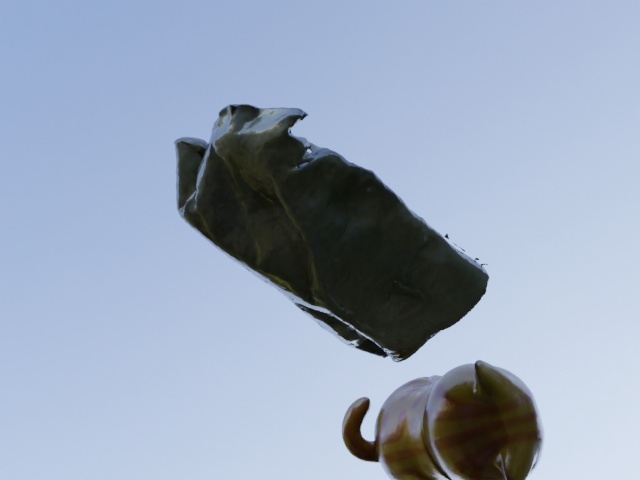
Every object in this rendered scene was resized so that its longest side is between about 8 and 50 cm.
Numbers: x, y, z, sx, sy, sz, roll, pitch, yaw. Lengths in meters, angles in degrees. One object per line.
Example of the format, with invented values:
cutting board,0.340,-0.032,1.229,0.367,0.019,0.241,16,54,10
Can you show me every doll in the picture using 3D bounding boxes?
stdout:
doll,0.169,0.238,0.931,0.270,0.162,0.166,-40,-111,53

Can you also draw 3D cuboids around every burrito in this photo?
burrito,-0.003,0.002,0.769,0.332,0.135,0.190,36,-22,-30
